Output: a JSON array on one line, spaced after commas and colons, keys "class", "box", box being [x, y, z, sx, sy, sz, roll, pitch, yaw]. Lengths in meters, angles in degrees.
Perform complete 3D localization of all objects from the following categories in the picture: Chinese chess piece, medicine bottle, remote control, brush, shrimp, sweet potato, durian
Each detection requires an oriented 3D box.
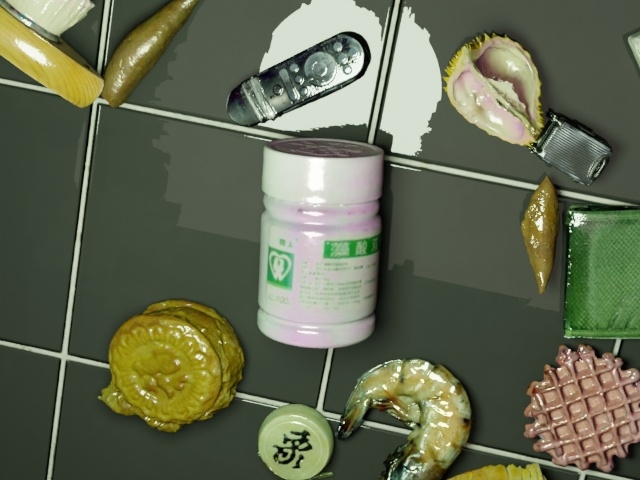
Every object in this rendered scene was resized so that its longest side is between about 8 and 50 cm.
[{"class": "Chinese chess piece", "box": [-0.046, 0.377, 2.004, 0.144, 0.058, 0.144, 2, 105, 8]}, {"class": "medicine bottle", "box": [0.000, 0.000, 1.827, 0.212, 0.212, 0.325, 5, 103, 7]}, {"class": "remote control", "box": [-0.038, -0.272, 1.847, 0.266, 0.066, 0.090, -23, 86, 17]}, {"class": "brush", "box": [-0.457, -0.363, 1.827, 0.266, 0.174, 0.166, 40, 96, -9]}, {"class": "shrimp", "box": [0.125, 0.375, 1.983, 0.233, 0.071, 0.365, 38, 106, 7]}, {"class": "sweet potato", "box": [-0.305, -0.341, 1.856, 0.077, 0.077, 0.244, 38, 102, -3]}, {"class": "durian", "box": [0.287, -0.248, 1.769, 0.182, 0.132, 0.165, 15, 117, -8]}, {"class": "sweet potato", "box": [0.380, -0.010, 1.848, 0.068, 0.060, 0.206, -4, 95, -5]}]

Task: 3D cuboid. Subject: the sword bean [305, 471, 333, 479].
[{"class": "sword bean", "box": [-0.014, 0.453, 2.043, 0.083, 0.012, 0.012, -20, 100, 13]}]

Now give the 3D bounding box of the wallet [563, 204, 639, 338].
[{"class": "wallet", "box": [0.502, 0.056, 1.853, 0.160, 0.055, 0.236, 1, 107, 10]}]

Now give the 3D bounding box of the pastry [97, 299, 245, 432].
[{"class": "pastry", "box": [-0.262, 0.229, 1.971, 0.240, 0.132, 0.235, 23, 114, 9]}]

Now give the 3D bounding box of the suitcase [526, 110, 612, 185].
[{"class": "suitcase", "box": [0.423, -0.154, 1.810, 0.126, 0.059, 0.086, 30, 107, -3]}]

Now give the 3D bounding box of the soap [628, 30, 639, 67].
[{"class": "soap", "box": [0.595, -0.275, 1.753, 0.121, 0.064, 0.183, -24, 99, 13]}]

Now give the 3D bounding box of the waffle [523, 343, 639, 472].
[{"class": "waffle", "box": [0.476, 0.306, 1.917, 0.221, 0.055, 0.234, 26, 106, 1]}]

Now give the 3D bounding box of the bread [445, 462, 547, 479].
[{"class": "bread", "box": [0.312, 0.505, 1.948, 0.250, 0.133, 0.179, -16, 102, 12]}]
